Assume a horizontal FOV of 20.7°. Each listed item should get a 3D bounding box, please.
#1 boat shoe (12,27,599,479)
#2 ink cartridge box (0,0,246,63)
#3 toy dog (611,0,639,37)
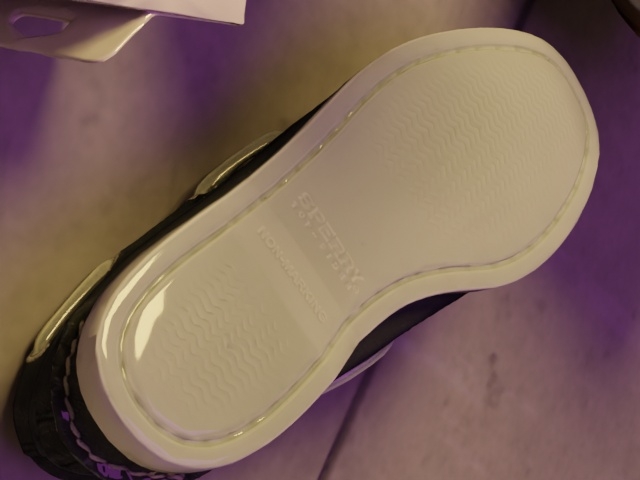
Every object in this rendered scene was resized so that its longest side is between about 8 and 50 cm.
[{"bbox_3d":[0.000,0.000,0.715,0.302,0.091,0.114,-28,93,-40],"label":"boat shoe"},{"bbox_3d":[-0.079,-0.132,0.581,0.090,0.092,0.143,0,102,-50],"label":"ink cartridge box"},{"bbox_3d":[0.279,-0.248,0.814,0.408,0.284,0.395,-53,175,-6],"label":"toy dog"}]
